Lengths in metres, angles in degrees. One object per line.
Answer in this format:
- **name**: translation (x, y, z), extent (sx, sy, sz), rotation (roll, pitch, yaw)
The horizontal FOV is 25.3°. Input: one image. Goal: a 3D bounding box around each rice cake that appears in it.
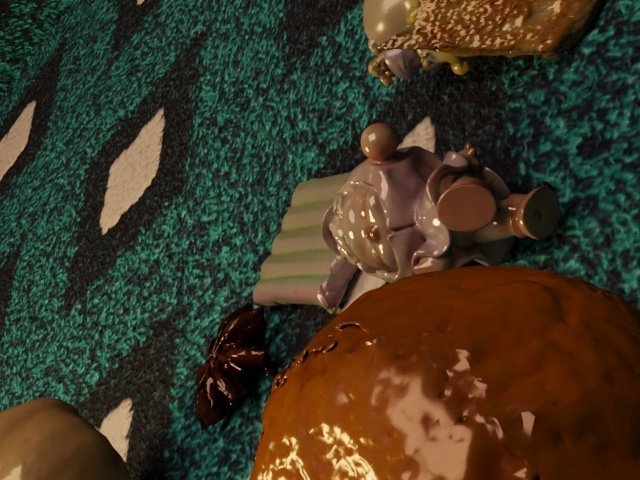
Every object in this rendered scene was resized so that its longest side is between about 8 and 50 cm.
- **rice cake**: translation (0.000, 0.000, 1.673), extent (0.198, 0.037, 0.189), rotation (8, 72, 64)

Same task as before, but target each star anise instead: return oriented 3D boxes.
- **star anise**: translation (-0.109, 0.147, 1.707), extent (0.168, 0.057, 0.168), rotation (-42, 32, 34)

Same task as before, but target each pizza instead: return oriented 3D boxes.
- **pizza**: translation (0.176, -0.254, 1.460), extent (0.262, 0.034, 0.181), rotation (-21, 74, 16)

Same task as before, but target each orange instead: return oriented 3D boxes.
- **orange**: translation (0.123, 0.184, 0.933), extent (0.340, 0.293, 0.341), rotation (0, 90, 54)

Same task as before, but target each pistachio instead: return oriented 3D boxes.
- **pistachio**: translation (-0.336, 0.352, 1.726), extent (0.229, 0.238, 0.321), rotation (160, 112, -63)

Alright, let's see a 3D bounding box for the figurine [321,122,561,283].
- **figurine**: translation (0.108, -0.026, 1.383), extent (0.133, 0.200, 0.276), rotation (-23, 10, -28)

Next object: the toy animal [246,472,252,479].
- **toy animal**: translation (-0.052, 0.254, 1.474), extent (0.085, 0.071, 0.124), rotation (-5, 60, 60)

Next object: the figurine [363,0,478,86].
- **figurine**: translation (0.154, -0.268, 1.552), extent (0.235, 0.127, 0.155), rotation (-23, 27, 50)
